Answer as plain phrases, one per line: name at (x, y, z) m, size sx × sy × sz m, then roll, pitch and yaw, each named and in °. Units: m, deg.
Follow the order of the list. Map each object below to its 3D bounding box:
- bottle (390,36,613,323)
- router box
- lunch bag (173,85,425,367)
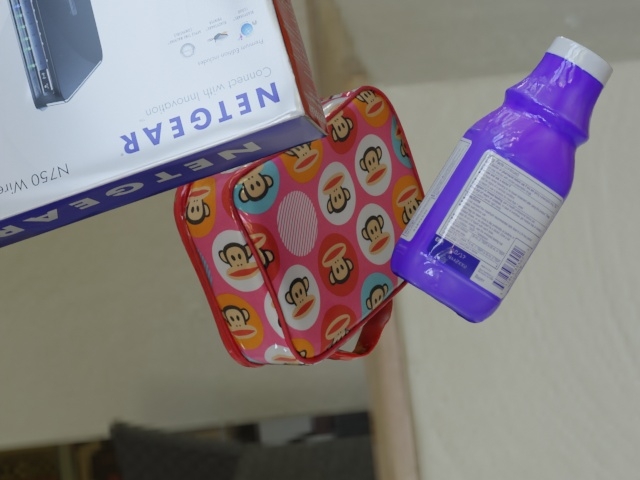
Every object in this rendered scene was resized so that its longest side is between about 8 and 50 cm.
bottle at (0.183, -0.063, 1.572) m, size 0.283 × 0.118 × 0.092 m, roll -59°, pitch 21°, yaw 0°
router box at (-0.194, -0.173, 1.227) m, size 0.082 × 0.335 × 0.301 m, roll 30°, pitch -138°, yaw -75°
lunch bag at (0.000, 0.000, 1.679) m, size 0.293 × 0.120 × 0.258 m, roll -36°, pitch -70°, yaw -45°
